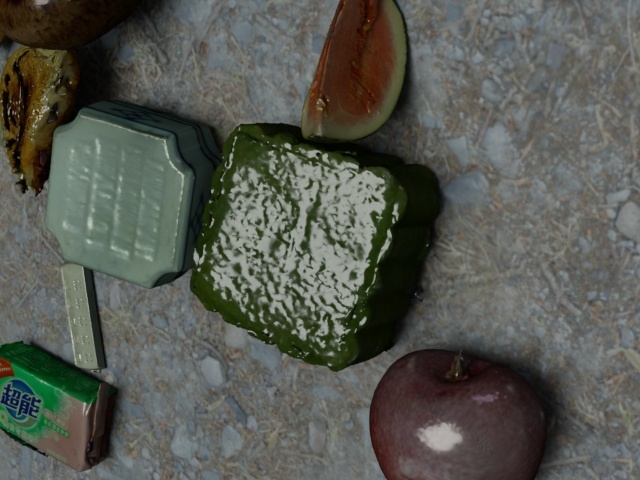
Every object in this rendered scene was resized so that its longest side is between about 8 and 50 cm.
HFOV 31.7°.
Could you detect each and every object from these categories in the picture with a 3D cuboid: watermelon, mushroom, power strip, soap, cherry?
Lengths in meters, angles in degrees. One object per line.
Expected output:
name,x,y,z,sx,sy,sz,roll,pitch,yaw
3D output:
watermelon,0.060,-0.245,1.625,0.128,0.159,0.303,17,72,-5
mushroom,-0.428,-0.504,1.798,0.334,0.331,0.356,42,165,46
power strip,-0.449,0.131,2.125,0.060,0.027,0.253,-2,100,34
soap,-0.518,0.313,2.171,0.273,0.098,0.218,22,110,27
cherry,0.194,0.288,1.623,0.261,0.221,0.307,13,126,33

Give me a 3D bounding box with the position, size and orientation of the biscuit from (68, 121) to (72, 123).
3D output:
biscuit,-0.399,-0.147,2.036,0.231,0.016,0.139,4,103,32

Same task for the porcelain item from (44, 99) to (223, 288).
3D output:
porcelain item,-0.307,-0.079,1.893,0.281,0.157,0.286,16,108,19

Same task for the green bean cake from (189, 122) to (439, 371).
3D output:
green bean cake,0.000,0.000,1.700,0.335,0.218,0.319,24,106,20

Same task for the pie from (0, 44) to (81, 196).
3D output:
pie,-0.505,-0.229,1.986,0.308,0.085,0.308,-3,86,60

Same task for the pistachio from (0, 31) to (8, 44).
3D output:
pistachio,-0.608,-0.436,2.066,0.110,0.100,0.189,39,137,48
